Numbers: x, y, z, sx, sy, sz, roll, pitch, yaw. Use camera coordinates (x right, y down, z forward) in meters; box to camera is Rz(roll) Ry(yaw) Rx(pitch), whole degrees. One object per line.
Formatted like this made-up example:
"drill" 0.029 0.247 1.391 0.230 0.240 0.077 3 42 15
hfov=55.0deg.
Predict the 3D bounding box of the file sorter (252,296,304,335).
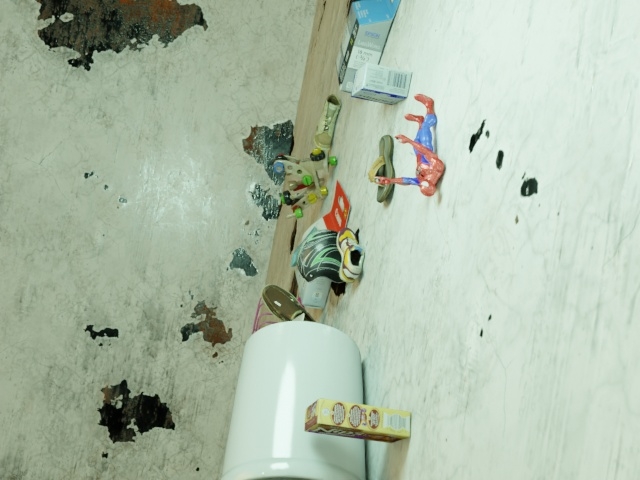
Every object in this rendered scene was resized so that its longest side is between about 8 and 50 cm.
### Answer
"file sorter" -0.168 0.367 2.412 0.290 0.182 0.202 -104 27 -65

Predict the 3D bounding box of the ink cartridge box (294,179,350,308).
"ink cartridge box" 0.000 0.000 2.162 0.308 0.091 0.385 -107 28 -67

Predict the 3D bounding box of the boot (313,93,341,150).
"boot" 0.031 -0.480 2.501 0.213 0.077 0.165 -87 15 -45

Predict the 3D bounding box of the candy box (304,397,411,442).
"candy box" 0.071 0.356 1.208 0.109 0.187 0.053 122 155 -61

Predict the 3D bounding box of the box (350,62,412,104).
"box" 0.161 -0.419 1.654 0.137 0.126 0.072 -156 76 -79

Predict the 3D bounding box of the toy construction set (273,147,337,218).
"toy construction set" -0.031 -0.247 2.423 0.309 0.237 0.257 -47 -60 -79

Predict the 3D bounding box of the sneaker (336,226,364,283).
"sneaker" 0.093 0.027 1.753 0.084 0.070 0.185 127 147 -47

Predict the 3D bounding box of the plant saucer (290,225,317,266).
"plant saucer" -0.058 0.026 2.188 0.192 0.018 0.067 -49 24 48

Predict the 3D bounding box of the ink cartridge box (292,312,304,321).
"ink cartridge box" -0.039 0.414 1.881 0.207 0.119 0.353 133 145 -71

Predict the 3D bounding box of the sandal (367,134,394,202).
"sandal" 0.156 -0.193 1.629 0.090 0.060 0.219 120 158 -59

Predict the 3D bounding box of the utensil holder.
"utensil holder" -0.054 0.431 1.433 0.385 0.328 0.327 -87 13 -45

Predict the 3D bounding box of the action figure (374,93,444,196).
"action figure" 0.186 -0.203 1.315 0.091 0.139 0.280 111 162 -48

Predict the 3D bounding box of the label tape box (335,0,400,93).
"label tape box" 0.147 -0.683 2.028 0.240 0.106 0.333 -95 19 -52

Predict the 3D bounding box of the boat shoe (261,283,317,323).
"boat shoe" -0.090 0.240 2.056 0.095 0.257 0.095 -49 5 -18

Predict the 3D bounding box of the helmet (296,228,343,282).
"helmet" 0.011 0.050 1.864 0.169 0.162 0.169 -169 90 -79
